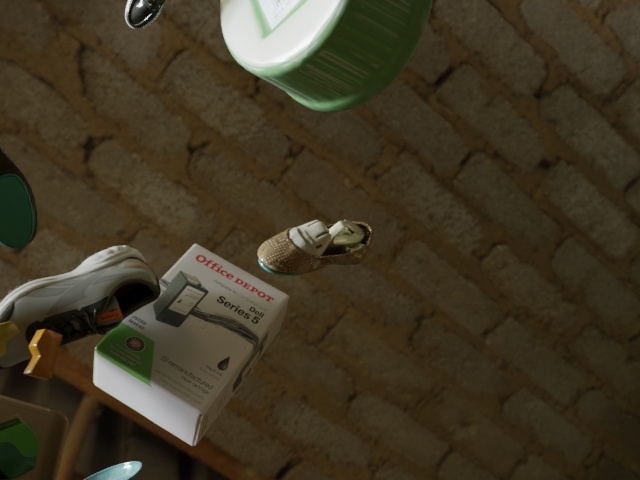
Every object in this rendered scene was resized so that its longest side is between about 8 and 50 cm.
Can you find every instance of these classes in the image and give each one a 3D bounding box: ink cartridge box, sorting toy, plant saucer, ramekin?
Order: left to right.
[{"bbox_3d":[-0.403,0.237,0.899,0.229,0.041,0.308,33,-125,-46],"label":"sorting toy"},{"bbox_3d":[-0.323,0.370,1.138,0.119,0.119,0.021,-54,-55,-83],"label":"plant saucer"},{"bbox_3d":[-0.205,0.160,1.236,0.198,0.115,0.273,29,-133,9],"label":"ink cartridge box"},{"bbox_3d":[-0.005,-0.349,1.079,0.148,0.303,0.303,12,-153,-48],"label":"ramekin"}]

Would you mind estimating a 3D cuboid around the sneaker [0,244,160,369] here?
[{"bbox_3d":[-0.354,0.101,1.083,0.108,0.271,0.100,35,145,36],"label":"sneaker"}]

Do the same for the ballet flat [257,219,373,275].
[{"bbox_3d":[0.000,0.000,1.005,0.073,0.067,0.206,48,-150,22],"label":"ballet flat"}]

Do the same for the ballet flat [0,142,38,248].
[{"bbox_3d":[-0.407,-0.090,0.932,0.068,0.072,0.213,-128,19,-55],"label":"ballet flat"}]

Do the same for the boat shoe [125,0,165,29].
[{"bbox_3d":[-0.238,-0.360,1.083,0.049,0.142,0.040,38,-157,-13],"label":"boat shoe"}]
